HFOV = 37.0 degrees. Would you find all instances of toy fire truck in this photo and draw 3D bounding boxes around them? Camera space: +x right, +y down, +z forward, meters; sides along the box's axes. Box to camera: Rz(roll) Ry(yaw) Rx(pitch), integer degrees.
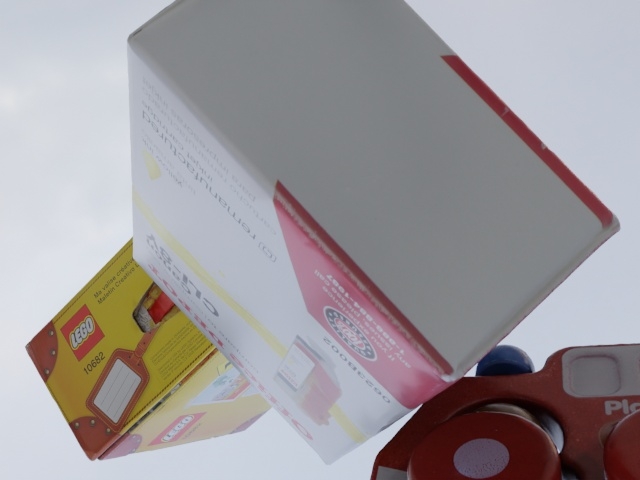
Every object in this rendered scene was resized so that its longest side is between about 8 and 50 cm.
[{"bbox_3d":[0.190,0.164,0.692,0.302,0.170,0.254,-5,-152,17],"label":"toy fire truck"}]

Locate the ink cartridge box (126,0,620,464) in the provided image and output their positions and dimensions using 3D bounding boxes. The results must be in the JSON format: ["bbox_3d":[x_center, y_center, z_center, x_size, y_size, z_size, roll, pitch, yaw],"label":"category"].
[{"bbox_3d":[0.000,0.000,0.729,0.160,0.279,0.385,-41,172,-21],"label":"ink cartridge box"}]

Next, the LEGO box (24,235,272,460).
[{"bbox_3d":[-0.081,0.058,1.298,0.500,0.193,0.372,-43,159,16],"label":"LEGO box"}]
